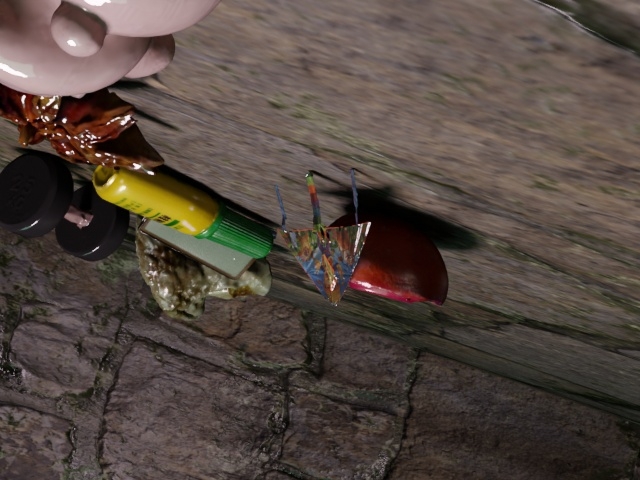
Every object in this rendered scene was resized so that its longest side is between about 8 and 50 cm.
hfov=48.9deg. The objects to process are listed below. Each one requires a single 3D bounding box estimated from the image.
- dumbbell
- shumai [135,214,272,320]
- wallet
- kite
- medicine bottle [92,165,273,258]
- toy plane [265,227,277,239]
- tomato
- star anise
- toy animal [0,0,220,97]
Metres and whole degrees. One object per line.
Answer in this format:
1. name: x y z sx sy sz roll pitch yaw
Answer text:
1. dumbbell: -0.481 -0.059 1.320 0.153 0.152 0.218 13 169 27
2. shumai: -0.223 0.023 1.359 0.204 0.222 0.272 -21 151 11
3. wallet: -0.206 -0.007 1.225 0.198 0.031 0.110 30 126 -21
4. kite: 0.000 0.000 0.805 0.010 0.160 0.183 -13 -175 -35
5. medicine bottle: -0.202 -0.047 1.104 0.309 0.076 0.111 25 175 -37
6. toy plane: -0.198 -0.023 1.266 0.235 0.060 0.096 16 149 -5
7. tomato: 0.080 0.017 0.880 0.173 0.099 0.189 14 -179 -2
8. star anise: -0.298 -0.140 0.749 0.288 0.088 0.288 16 168 4
9. toy animal: -0.079 -0.145 0.312 0.213 0.124 0.124 -19 147 39
